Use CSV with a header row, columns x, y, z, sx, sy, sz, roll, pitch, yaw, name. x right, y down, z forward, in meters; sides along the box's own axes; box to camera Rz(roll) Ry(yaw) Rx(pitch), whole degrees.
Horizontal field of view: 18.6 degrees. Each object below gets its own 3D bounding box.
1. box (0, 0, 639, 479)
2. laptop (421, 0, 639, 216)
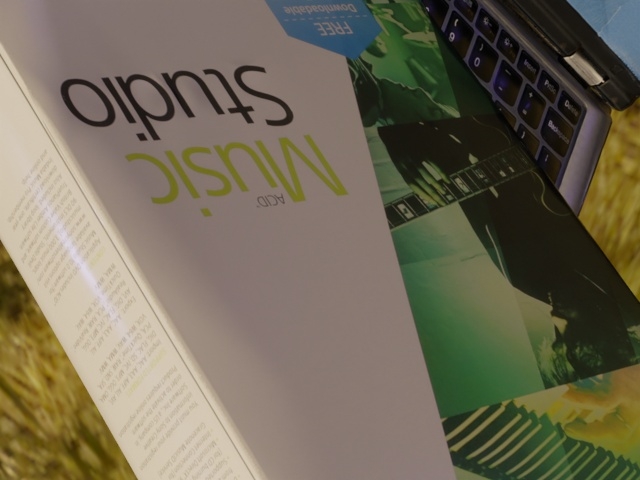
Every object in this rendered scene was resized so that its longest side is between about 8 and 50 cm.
x,y,z,sx,sy,sz,roll,pitch,yaw,name
0.000,0.000,0.732,0.232,0.058,0.322,-10,60,-45,box
0.107,-0.125,0.933,0.236,0.382,0.408,0,60,46,laptop
